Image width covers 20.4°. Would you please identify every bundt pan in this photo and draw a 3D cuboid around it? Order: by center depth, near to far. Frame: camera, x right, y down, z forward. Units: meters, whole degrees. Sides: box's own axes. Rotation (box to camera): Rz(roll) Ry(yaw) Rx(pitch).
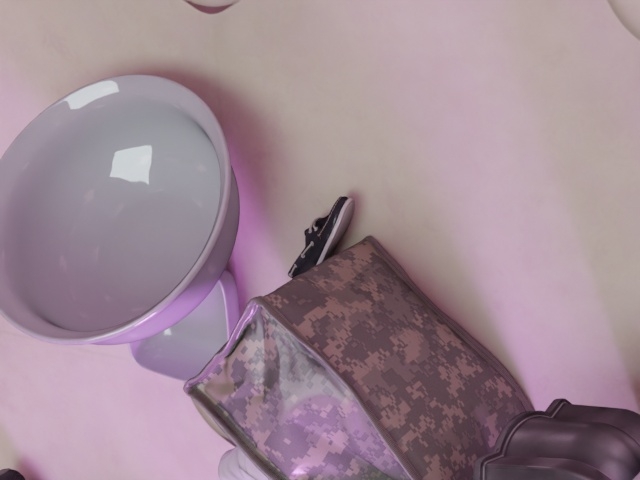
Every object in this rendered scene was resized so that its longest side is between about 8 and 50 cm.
[{"bbox_3d":[0.269,0.298,1.549,0.124,0.331,0.331,-13,102,48],"label":"bundt pan"}]

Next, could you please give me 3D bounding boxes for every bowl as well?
[{"bbox_3d":[-0.197,-0.011,1.827,0.298,0.134,0.298,-11,61,21],"label":"bowl"},{"bbox_3d":[-0.143,0.078,1.919,0.142,0.053,0.142,12,117,29],"label":"bowl"}]

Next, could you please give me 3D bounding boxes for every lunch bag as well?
[{"bbox_3d":[0.056,0.165,1.705,0.287,0.235,0.169,44,122,11],"label":"lunch bag"}]

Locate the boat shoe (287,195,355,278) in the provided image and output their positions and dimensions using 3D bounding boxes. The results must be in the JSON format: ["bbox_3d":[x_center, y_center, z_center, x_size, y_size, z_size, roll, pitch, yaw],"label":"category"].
[{"bbox_3d":[0.000,0.000,1.796,0.038,0.046,0.125,33,133,12],"label":"boat shoe"}]

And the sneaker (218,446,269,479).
[{"bbox_3d":[-0.005,0.287,1.896,0.232,0.090,0.115,44,124,9],"label":"sneaker"}]

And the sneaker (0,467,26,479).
[{"bbox_3d":[-0.317,0.393,2.162,0.106,0.101,0.267,-22,96,16],"label":"sneaker"}]

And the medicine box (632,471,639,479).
[{"bbox_3d":[0.403,0.265,1.481,0.149,0.289,0.263,-18,99,40],"label":"medicine box"}]
